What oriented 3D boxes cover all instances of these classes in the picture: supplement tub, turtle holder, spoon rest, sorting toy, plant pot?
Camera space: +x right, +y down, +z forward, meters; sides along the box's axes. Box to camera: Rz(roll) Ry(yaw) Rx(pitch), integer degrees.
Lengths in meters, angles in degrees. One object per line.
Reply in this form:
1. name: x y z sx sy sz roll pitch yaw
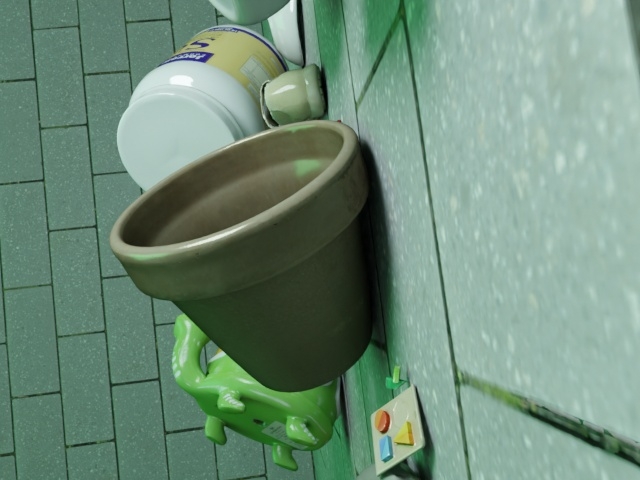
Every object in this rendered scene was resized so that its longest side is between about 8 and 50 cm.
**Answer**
1. supplement tub: -0.195 -0.227 1.040 0.331 0.241 0.240 -73 -16 -54
2. turtle holder: -0.115 0.260 1.084 0.243 0.321 0.227 81 -157 -49
3. spoon rest: -0.067 -0.444 1.024 0.137 0.084 0.276 -102 -6 -53
4. sorting toy: 0.060 0.146 0.484 0.062 0.012 0.083 -50 25 31
5. plant pot: -0.046 0.029 0.617 0.263 0.263 0.229 -108 -7 -64

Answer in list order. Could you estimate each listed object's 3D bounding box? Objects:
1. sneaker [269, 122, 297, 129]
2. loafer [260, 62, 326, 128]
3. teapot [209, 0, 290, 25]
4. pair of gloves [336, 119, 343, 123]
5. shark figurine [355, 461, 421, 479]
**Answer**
1. sneaker: 0.000 0.000 0.779 0.131 0.112 0.318 -42 -53 -66
2. loafer: -0.050 -0.221 0.931 0.268 0.092 0.101 173 90 -85
3. teapot: -0.078 -0.377 0.629 0.252 0.187 0.256 55 175 -35
4. pair of gloves: 0.027 -0.102 0.700 0.083 0.010 0.074 -106 10 -63
5. shark figurine: 0.037 0.297 0.558 0.166 0.116 0.278 -106 12 -66
